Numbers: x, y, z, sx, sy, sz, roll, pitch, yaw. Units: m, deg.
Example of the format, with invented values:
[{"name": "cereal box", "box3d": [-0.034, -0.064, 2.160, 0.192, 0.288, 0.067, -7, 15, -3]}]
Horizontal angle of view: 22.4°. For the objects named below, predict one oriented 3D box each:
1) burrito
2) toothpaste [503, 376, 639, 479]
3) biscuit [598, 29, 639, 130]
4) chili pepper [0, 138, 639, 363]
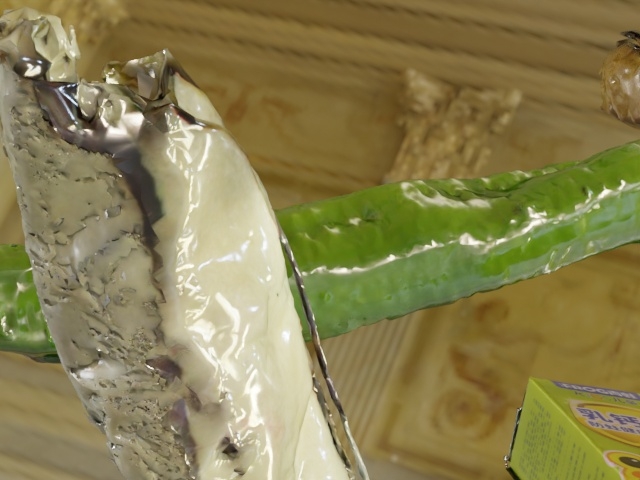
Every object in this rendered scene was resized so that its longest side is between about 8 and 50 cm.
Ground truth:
[{"name": "burrito", "box3d": [-0.027, 0.045, 0.415, 0.063, 0.058, 0.230, -18, -71, 5]}, {"name": "toothpaste", "box3d": [0.224, 0.181, 1.066, 0.110, 0.077, 0.327, 9, 12, -12]}, {"name": "biscuit", "box3d": [0.331, -0.074, 1.118, 0.295, 0.075, 0.296, 13, 13, -3]}, {"name": "chili pepper", "box3d": [-0.001, 0.000, 0.621, 0.359, 0.076, 0.085, -8, -9, -15]}]
